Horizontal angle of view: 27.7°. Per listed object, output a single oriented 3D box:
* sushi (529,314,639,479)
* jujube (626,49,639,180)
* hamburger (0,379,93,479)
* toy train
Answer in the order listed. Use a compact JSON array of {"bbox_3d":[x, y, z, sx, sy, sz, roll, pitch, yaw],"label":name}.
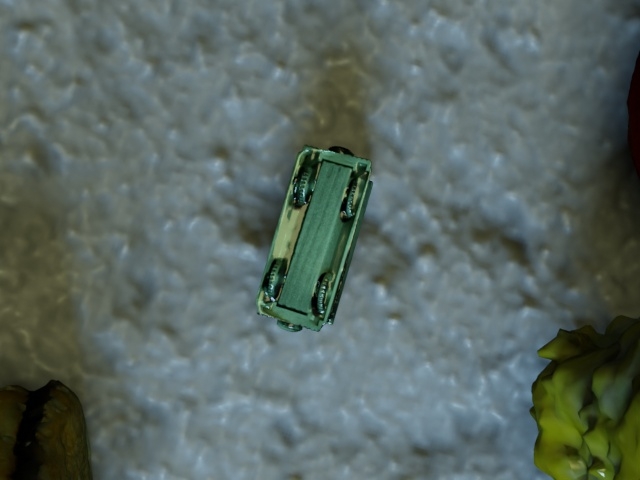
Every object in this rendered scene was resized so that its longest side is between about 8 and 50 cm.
[{"bbox_3d":[0.304,0.115,0.512,0.351,0.396,0.240,-10,88,-13],"label":"sushi"},{"bbox_3d":[0.227,-0.104,0.621,0.155,0.155,0.230,3,86,-8],"label":"jujube"},{"bbox_3d":[-0.164,0.137,0.563,0.131,0.159,0.185,-7,110,-5],"label":"hamburger"},{"bbox_3d":[0.000,0.000,0.634,0.038,0.056,0.093,15,88,9],"label":"toy train"}]
